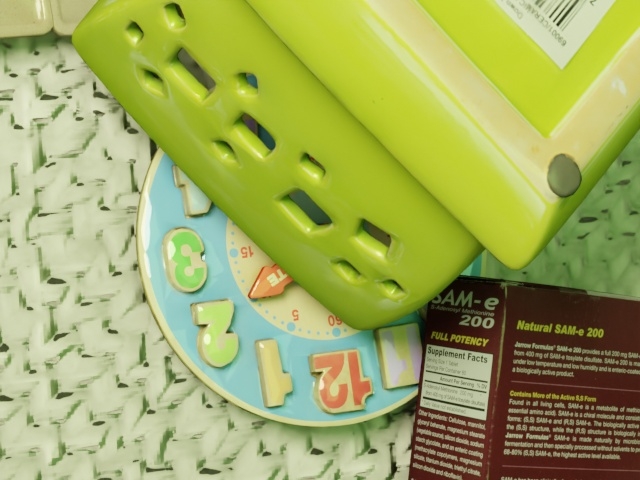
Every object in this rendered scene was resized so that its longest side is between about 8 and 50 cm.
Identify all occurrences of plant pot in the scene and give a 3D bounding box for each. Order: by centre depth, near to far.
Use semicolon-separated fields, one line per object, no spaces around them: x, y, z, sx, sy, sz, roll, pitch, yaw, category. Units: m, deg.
0.050;-0.111;0.695;0.228;0.207;0.227;46;70;-13;plant pot

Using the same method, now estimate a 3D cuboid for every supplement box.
0.117;0.144;0.795;0.130;0.073;0.239;8;88;-32;supplement box

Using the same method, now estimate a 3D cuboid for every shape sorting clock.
0.000;0.000;0.796;0.206;0.040;0.206;1;86;-21;shape sorting clock

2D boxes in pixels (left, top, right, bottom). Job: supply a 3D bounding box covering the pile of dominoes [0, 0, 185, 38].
-0.169;-0.200;0.759;0.251;0.040;0.196;-8;89;-30;pile of dominoes
